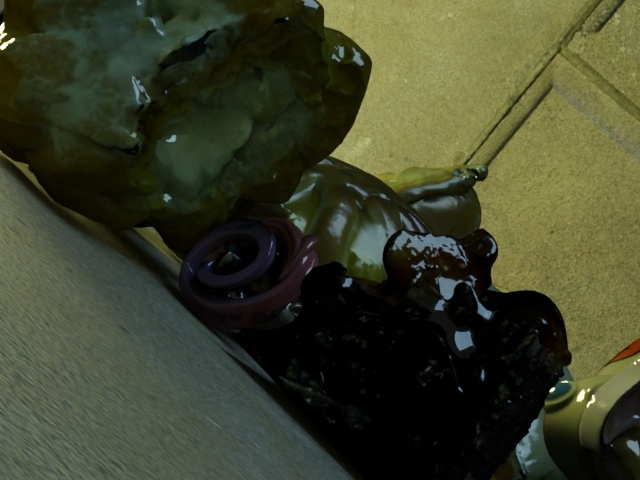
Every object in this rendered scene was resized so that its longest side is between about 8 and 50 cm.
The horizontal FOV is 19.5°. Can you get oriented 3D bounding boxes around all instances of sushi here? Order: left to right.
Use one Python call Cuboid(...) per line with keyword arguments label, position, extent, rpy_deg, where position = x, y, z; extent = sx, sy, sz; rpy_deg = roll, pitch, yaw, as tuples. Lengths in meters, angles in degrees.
Cuboid(label="sushi", position=(0.100, 0.100, 1.542), extent=(0.215, 0.212, 0.227), rpy_deg=(40, 1, 38))

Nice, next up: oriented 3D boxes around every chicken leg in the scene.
Cuboid(label="chicken leg", position=(0.030, -0.016, 2.235), extent=(0.429, 0.201, 0.153), rpy_deg=(-1, 71, -47))

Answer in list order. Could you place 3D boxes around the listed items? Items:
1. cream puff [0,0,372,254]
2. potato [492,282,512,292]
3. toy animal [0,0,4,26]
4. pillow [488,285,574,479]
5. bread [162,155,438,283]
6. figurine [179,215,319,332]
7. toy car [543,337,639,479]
Cuboid(label="cream puff", position=(-0.143, -0.143, 1.655), extent=(0.274, 0.323, 0.270), rpy_deg=(51, -14, 22))
Cuboid(label="potato", position=(0.125, 0.111, 2.391), extent=(0.299, 0.116, 0.239), rpy_deg=(0, 9, -31))
Cuboid(label="toy animal", position=(-0.337, -0.245, 2.018), extent=(0.208, 0.156, 0.204), rpy_deg=(32, 3, -44))
Cuboid(label="pillow", position=(0.245, 0.207, 2.200), extent=(0.312, 0.119, 0.310), rpy_deg=(40, 26, -54))
Cuboid(label="bread", position=(0.000, 0.000, 1.866), extent=(0.333, 0.160, 0.333), rpy_deg=(22, 9, -4))
Cuboid(label="figurine", position=(-0.045, 0.040, 1.636), extent=(0.157, 0.126, 0.114), rpy_deg=(34, 48, -55))
Cuboid(label="toy car", position=(0.380, 0.239, 2.061), extent=(0.226, 0.242, 0.336), rpy_deg=(17, -42, 58))
